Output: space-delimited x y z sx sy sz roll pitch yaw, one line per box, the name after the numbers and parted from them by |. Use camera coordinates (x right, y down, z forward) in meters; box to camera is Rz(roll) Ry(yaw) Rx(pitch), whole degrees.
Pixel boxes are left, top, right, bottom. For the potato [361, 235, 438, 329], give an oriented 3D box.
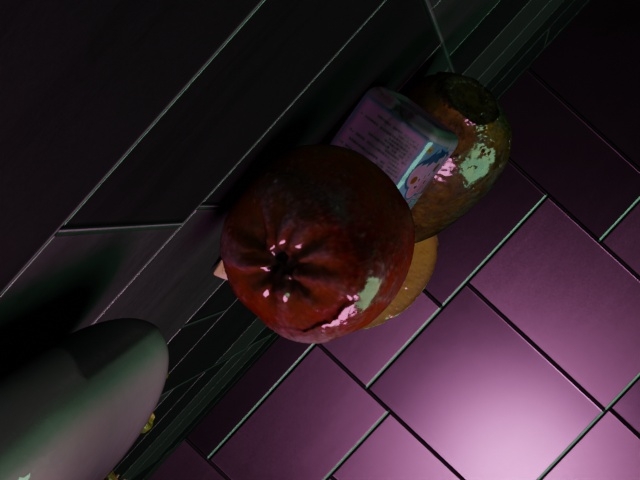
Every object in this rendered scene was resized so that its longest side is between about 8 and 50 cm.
0.060 0.023 2.099 0.203 0.178 0.158 -64 -169 0 | potato

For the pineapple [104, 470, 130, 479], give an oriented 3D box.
-0.293 0.300 1.714 0.135 0.079 0.233 -35 177 -26 | pineapple

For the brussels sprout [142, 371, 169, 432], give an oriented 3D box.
-0.203 0.175 1.614 0.046 0.051 0.083 37 -69 66 | brussels sprout

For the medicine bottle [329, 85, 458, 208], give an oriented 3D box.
0.045 -0.056 1.459 0.188 0.094 0.119 -54 166 11 | medicine bottle

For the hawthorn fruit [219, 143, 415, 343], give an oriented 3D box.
0.000 0.000 1.245 0.173 0.173 0.173 -47 176 -5 | hawthorn fruit

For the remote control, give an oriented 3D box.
-0.209 0.151 0.953 0.221 0.103 0.332 -42 177 21 | remote control

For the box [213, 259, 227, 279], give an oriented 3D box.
-0.051 -0.019 1.497 0.149 0.020 0.073 -43 174 -38 | box

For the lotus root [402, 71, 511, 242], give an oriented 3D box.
0.125 -0.089 1.710 0.160 0.152 0.275 -33 167 -33 | lotus root
